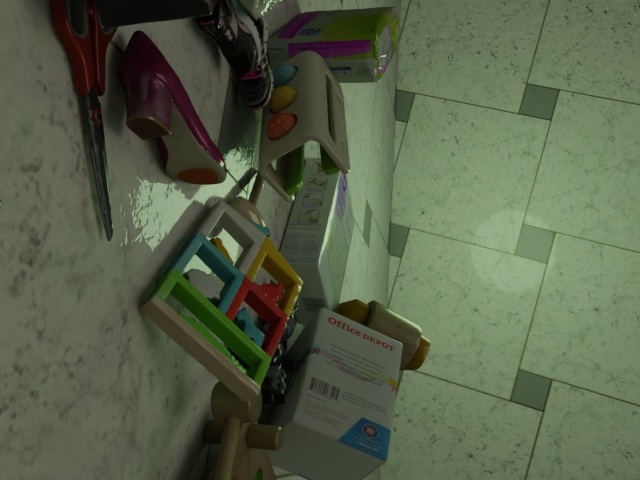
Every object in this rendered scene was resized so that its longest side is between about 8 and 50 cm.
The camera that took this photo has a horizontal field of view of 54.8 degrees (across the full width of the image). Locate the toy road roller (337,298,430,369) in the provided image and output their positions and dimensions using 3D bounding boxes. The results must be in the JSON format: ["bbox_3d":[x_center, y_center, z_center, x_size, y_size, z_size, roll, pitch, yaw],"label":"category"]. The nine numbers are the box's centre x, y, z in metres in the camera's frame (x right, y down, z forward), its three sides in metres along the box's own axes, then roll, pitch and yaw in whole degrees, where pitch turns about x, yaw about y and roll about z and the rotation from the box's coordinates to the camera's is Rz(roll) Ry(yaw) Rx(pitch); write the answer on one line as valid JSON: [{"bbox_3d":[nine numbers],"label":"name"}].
[{"bbox_3d":[0.087,0.294,1.492,0.240,0.202,0.329,-64,-169,-21],"label":"toy road roller"}]

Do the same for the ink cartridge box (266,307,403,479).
[{"bbox_3d":[0.024,0.321,1.253,0.197,0.198,0.270,-56,-168,44],"label":"ink cartridge box"}]

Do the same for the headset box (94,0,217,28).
[{"bbox_3d":[-0.165,-0.350,0.597,0.293,0.110,0.218,-93,175,-54],"label":"headset box"}]

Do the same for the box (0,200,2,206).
[{"bbox_3d":[-0.293,0.021,0.431,0.116,0.029,0.162,58,35,-66],"label":"box"}]

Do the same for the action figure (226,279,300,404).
[{"bbox_3d":[-0.084,0.184,1.153,0.285,0.099,0.185,-62,146,-66],"label":"action figure"}]

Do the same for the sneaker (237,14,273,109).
[{"bbox_3d":[-0.119,-0.303,1.018,0.075,0.063,0.170,-4,93,-73],"label":"sneaker"}]

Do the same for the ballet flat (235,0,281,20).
[{"bbox_3d":[-0.060,-0.498,0.959,0.147,0.147,0.409,76,12,-47],"label":"ballet flat"}]

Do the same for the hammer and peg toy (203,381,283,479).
[{"bbox_3d":[-0.138,0.388,0.905,0.266,0.127,0.361,-69,153,-52],"label":"hammer and peg toy"}]

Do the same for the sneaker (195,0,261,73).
[{"bbox_3d":[-0.149,-0.318,0.904,0.178,0.072,0.077,63,35,-39],"label":"sneaker"}]

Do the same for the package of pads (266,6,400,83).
[{"bbox_3d":[0.041,-0.413,1.290,0.296,0.229,0.101,-67,155,-56],"label":"package of pads"}]

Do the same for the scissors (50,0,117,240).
[{"bbox_3d":[-0.243,-0.147,0.637,0.109,0.021,0.297,-2,95,-78],"label":"scissors"}]

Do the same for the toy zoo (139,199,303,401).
[{"bbox_3d":[-0.121,0.064,0.902,0.192,0.030,0.293,47,33,-17],"label":"toy zoo"}]

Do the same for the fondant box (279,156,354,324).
[{"bbox_3d":[0.000,0.000,1.459,0.238,0.096,0.330,76,20,-49],"label":"fondant box"}]

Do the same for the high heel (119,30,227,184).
[{"bbox_3d":[-0.181,-0.155,0.790,0.244,0.082,0.117,41,43,-67],"label":"high heel"}]

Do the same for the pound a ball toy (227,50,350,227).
[{"bbox_3d":[-0.072,-0.182,1.082,0.136,0.208,0.319,48,28,-37],"label":"pound a ball toy"}]
